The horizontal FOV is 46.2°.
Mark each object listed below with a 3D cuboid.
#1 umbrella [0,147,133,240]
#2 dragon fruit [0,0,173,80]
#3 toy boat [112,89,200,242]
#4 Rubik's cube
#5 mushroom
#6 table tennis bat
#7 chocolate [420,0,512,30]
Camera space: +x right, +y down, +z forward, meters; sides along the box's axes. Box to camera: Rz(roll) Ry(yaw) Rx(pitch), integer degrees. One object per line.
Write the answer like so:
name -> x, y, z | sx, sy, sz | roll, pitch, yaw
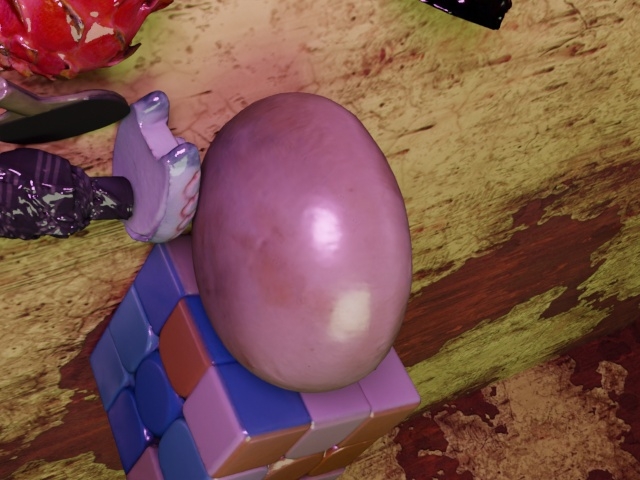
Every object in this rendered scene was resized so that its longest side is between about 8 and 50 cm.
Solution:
umbrella -> -0.342, -0.048, 0.756 | 0.337, 0.154, 0.128 | -3, 101, -30
dragon fruit -> -0.215, -0.210, 0.650 | 0.166, 0.133, 0.136 | -19, -169, -4
toy boat -> -0.183, -0.077, 0.879 | 0.079, 0.134, 0.207 | -22, 157, -33
Rubik's cube -> -0.118, 0.219, 1.200 | 0.347, 0.346, 0.344 | -1, 140, -42
mushroom -> 0.000, 0.000, 0.923 | 0.295, 0.362, 0.362 | -6, 145, -24
table tennis bat -> -0.267, -0.122, 0.728 | 0.138, 0.022, 0.246 | -17, 180, 1
chocolate -> 0.156, -0.319, 0.814 | 0.156, 0.156, 0.133 | 1, 121, -42
